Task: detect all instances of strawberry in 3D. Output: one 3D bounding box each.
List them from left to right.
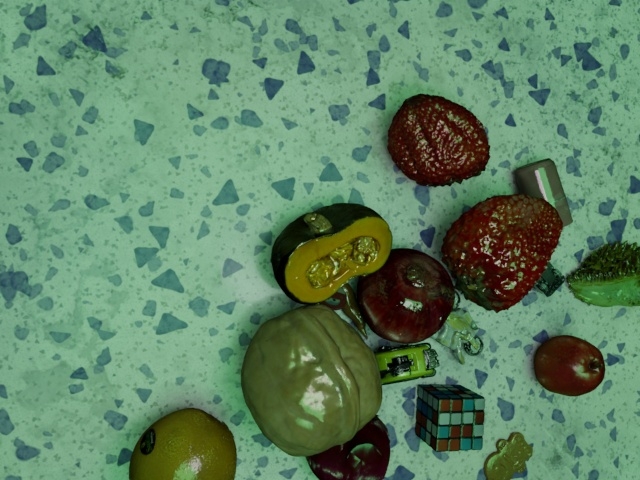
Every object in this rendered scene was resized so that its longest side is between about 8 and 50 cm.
[{"bbox_3d":[0.329,-0.288,1.563,0.250,0.239,0.288,-48,125,-19],"label":"strawberry"},{"bbox_3d":[0.520,0.016,1.552,0.351,0.267,0.312,-34,127,-2],"label":"strawberry"}]

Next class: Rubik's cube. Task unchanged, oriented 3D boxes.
[{"bbox_3d":[0.377,0.516,1.632,0.151,0.154,0.155,2,91,-15],"label":"Rubik's cube"}]

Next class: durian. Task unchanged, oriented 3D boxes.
[{"bbox_3d":[0.985,0.114,1.822,0.395,0.163,0.198,-5,131,-9],"label":"durian"}]

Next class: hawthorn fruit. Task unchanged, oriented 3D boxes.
[{"bbox_3d":[0.776,0.380,1.694,0.197,0.225,0.196,4,78,-18],"label":"hawthorn fruit"}]

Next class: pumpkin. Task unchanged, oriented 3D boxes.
[{"bbox_3d":[0.000,0.000,1.485,0.325,0.232,0.242,-26,124,-14],"label":"pumpkin"}]

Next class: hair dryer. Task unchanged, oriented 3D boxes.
[{"bbox_3d":[0.578,-0.101,1.701,0.353,0.125,0.210,-19,94,-6],"label":"hair dryer"}]

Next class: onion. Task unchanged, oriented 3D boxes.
[{"bbox_3d":[0.067,0.583,1.531,0.207,0.206,0.216,17,86,-13],"label":"onion"},{"bbox_3d":[0.237,0.148,1.545,0.276,0.276,0.276,0,91,-14],"label":"onion"}]

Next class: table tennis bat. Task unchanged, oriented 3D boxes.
[{"bbox_3d":[0.029,0.133,1.562,0.098,0.019,0.154,18,44,-12],"label":"table tennis bat"}]

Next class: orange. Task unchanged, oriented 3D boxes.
[{"bbox_3d":[-0.341,0.565,1.405,0.274,0.274,0.274,0,91,-14],"label":"orange"}]

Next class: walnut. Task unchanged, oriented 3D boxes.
[{"bbox_3d":[-0.026,0.354,1.437,0.381,0.381,0.381,0,91,-14],"label":"walnut"}]

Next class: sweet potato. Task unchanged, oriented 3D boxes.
[{"bbox_3d":[0.095,0.201,1.608,0.056,0.056,0.194,-28,88,-12],"label":"sweet potato"}]

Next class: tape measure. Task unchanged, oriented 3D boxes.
[{"bbox_3d":[0.216,0.348,1.573,0.186,0.199,0.112,-9,75,-14],"label":"tape measure"}]

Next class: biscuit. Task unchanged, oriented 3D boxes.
[{"bbox_3d":[0.589,0.690,1.752,0.184,0.027,0.133,-28,98,-12],"label":"biscuit"}]

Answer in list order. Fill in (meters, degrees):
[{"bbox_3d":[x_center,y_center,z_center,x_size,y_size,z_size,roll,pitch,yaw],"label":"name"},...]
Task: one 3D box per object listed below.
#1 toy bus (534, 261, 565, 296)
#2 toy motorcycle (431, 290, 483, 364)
[{"bbox_3d":[0.662,0.079,1.729,0.087,0.089,0.194,-44,99,-7],"label":"toy bus"},{"bbox_3d":[0.398,0.268,1.677,0.151,0.074,0.228,-28,99,-9],"label":"toy motorcycle"}]
